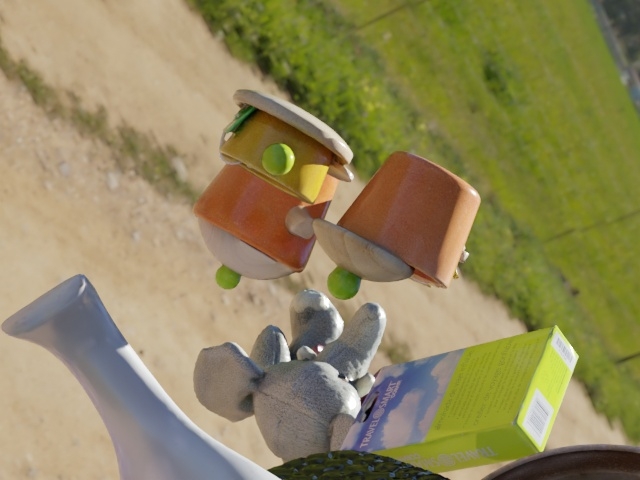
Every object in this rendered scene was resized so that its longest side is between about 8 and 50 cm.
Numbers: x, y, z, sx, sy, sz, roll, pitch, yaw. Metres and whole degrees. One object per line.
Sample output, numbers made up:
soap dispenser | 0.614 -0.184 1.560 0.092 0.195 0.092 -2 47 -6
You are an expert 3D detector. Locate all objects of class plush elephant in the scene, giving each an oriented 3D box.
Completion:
plush elephant | 0.010 0.179 1.429 0.272 0.330 0.255 31 -24 16

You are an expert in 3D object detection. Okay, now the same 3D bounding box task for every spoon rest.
spoon rest | -0.079 0.149 0.721 0.276 0.137 0.084 58 0 9

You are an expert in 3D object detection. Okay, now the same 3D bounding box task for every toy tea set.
toy tea set | 0.000 0.000 0.855 0.200 0.124 0.336 29 -3 3

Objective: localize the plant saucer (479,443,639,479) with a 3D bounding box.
plant saucer | 0.214 0.293 0.919 0.310 0.311 0.050 66 19 0

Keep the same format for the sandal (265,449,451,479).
sandal | 0.099 0.237 0.785 0.446 0.168 0.107 14 -66 61

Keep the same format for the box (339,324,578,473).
box | 0.106 0.132 0.998 0.042 0.178 0.109 51 45 -20
